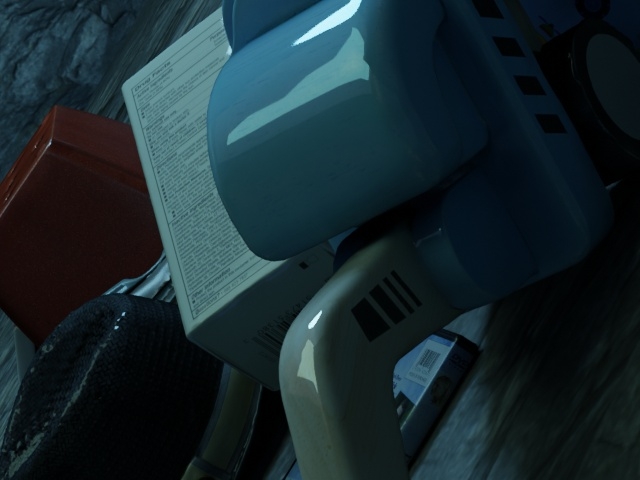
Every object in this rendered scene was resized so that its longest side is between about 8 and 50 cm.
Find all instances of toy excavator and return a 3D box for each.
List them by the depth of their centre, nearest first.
[{"bbox_3d":[0.042,0.002,1.221,0.222,0.433,0.445,-25,6,37],"label":"toy excavator"}]

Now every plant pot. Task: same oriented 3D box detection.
[{"bbox_3d":[-0.262,-0.005,2.286,0.267,0.235,0.267,-54,16,12],"label":"plant pot"}]

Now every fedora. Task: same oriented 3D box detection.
[{"bbox_3d":[-0.184,0.163,1.754,0.334,0.152,0.334,-43,33,37],"label":"fedora"}]

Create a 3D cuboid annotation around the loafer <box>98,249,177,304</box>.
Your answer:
[{"bbox_3d":[-0.129,0.049,1.976,0.267,0.084,0.096,-40,-32,-15],"label":"loafer"}]

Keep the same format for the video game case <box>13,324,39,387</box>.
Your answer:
[{"bbox_3d":[-0.352,0.156,2.422,0.285,0.025,0.204,-113,20,-72],"label":"video game case"}]

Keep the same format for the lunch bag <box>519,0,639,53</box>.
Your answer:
[{"bbox_3d":[0.214,-0.233,1.491,0.221,0.138,0.293,-40,13,35],"label":"lunch bag"}]

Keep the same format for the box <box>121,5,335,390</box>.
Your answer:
[{"bbox_3d":[-0.057,-0.044,1.682,0.148,0.121,0.311,-35,45,20],"label":"box"}]

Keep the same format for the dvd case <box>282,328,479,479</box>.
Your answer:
[{"bbox_3d":[0.017,0.171,1.461,0.253,0.022,0.180,-58,14,-5],"label":"dvd case"}]
